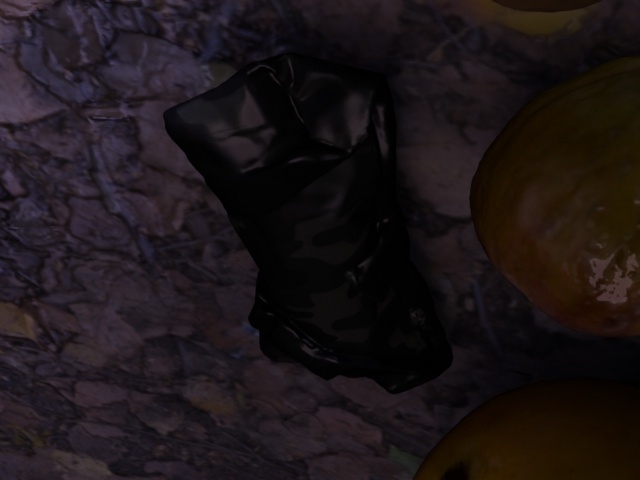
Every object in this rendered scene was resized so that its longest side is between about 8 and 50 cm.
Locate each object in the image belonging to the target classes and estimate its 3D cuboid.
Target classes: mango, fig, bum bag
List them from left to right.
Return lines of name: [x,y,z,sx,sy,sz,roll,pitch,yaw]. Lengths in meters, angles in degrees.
bum bag: [0.000,0.000,0.916,0.144,0.095,0.340,-2,141,14]
mango: [0.231,0.277,1.033,0.300,0.232,0.445,-11,139,25]
fig: [0.205,-0.056,0.758,0.159,0.159,0.257,33,121,-15]

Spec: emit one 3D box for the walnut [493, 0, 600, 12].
walnut: [0.100,-0.201,0.584,0.213,0.213,0.213,11,139,10]
